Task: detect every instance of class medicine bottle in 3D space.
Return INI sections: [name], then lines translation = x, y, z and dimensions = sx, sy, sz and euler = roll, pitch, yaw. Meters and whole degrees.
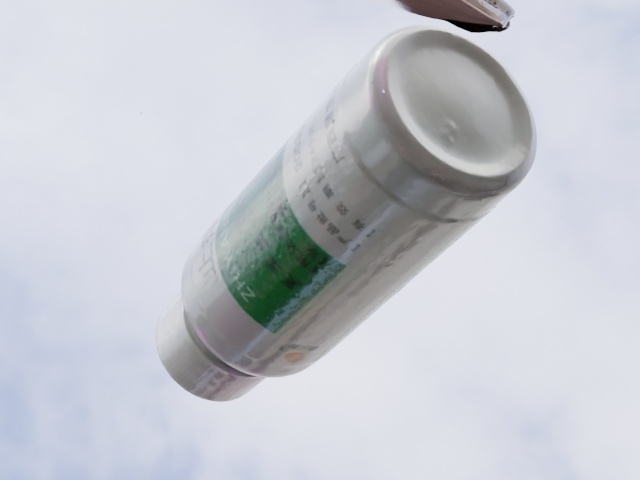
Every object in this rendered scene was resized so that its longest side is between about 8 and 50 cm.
[medicine bottle]
translation = 0.000, 0.000, 0.788
dimensions = 0.095, 0.260, 0.095
euler = 17, -128, -23

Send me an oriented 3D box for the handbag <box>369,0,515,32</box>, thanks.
[handbag]
translation = 0.010, -0.154, 0.575
dimensions = 0.179, 0.205, 0.116
euler = 19, -85, -17
